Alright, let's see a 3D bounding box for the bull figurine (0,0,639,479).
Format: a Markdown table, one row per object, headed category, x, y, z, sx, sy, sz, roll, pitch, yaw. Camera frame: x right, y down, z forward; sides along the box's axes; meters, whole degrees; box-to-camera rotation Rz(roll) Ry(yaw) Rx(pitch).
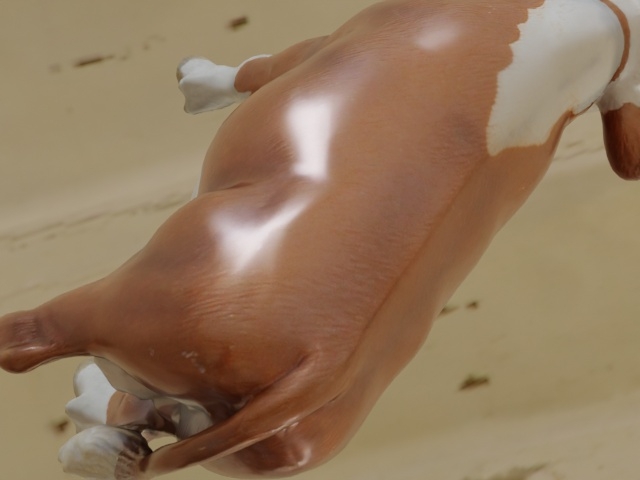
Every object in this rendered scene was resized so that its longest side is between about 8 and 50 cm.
| category | x | y | z | sx | sy | sz | roll | pitch | yaw |
| --- | --- | --- | --- | --- | --- | --- | --- | --- | --- |
| bull figurine | 0.006 | -0.019 | 0.688 | 0.188 | 0.310 | 0.101 | -12 | -69 | 37 |
